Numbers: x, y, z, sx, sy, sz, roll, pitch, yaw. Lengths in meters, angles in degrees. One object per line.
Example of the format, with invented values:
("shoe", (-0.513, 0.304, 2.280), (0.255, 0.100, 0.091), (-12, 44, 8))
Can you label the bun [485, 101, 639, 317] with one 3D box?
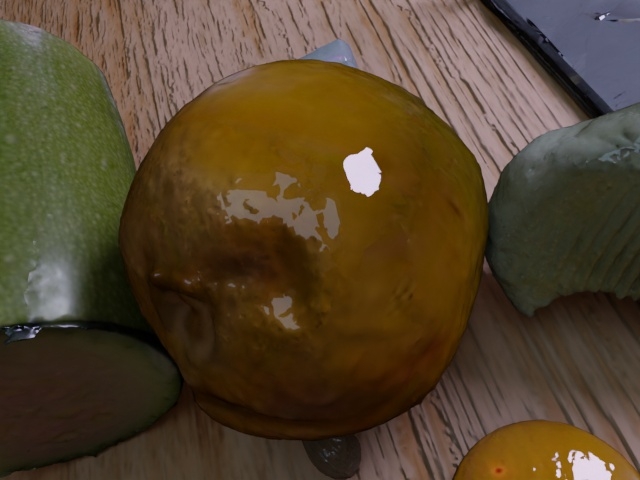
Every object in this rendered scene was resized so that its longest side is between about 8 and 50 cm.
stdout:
("bun", (0.238, -0.012, 0.449), (0.212, 0.204, 0.126), (34, 46, -3))

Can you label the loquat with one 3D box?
("loquat", (0.000, 0.000, 0.437), (0.283, 0.276, 0.276), (-23, 50, -34))

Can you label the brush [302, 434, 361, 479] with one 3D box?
("brush", (-0.062, 0.105, 0.552), (0.042, 0.039, 0.299), (-39, 54, -10))

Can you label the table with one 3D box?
("table", (0.307, -0.286, 0.500), (0.222, 0.272, 0.335), (-27, 57, 3))

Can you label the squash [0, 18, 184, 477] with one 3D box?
("squash", (-0.298, -0.002, 0.552), (0.263, 0.263, 0.384), (-27, 57, 3))

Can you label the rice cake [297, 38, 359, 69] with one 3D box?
("rice cake", (-0.038, -0.113, 0.625), (0.198, 0.037, 0.189), (-18, 63, 7))

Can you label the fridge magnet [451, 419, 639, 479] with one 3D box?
("fridge magnet", (0.161, 0.200, 0.403), (0.143, 0.063, 0.143), (-7, 60, 12))
